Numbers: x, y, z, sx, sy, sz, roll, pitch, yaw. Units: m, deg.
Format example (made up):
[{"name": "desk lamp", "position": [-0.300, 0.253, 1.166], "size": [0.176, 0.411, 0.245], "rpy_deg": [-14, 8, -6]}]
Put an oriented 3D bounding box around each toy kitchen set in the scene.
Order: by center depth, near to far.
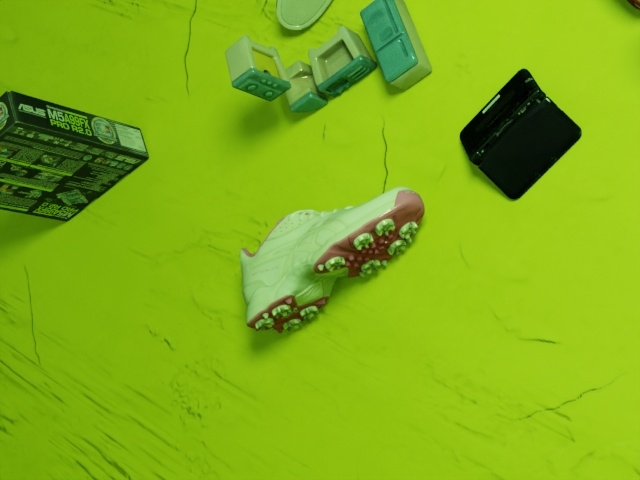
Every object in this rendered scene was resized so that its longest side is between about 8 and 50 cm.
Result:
[{"name": "toy kitchen set", "position": [0.008, -0.240, 1.486], "size": [0.207, 0.166, 0.122], "rpy_deg": [-33, 63, 28]}]

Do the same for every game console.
[{"name": "game console", "position": [0.245, -0.133, 1.383], "size": [0.122, 0.071, 0.107], "rpy_deg": [-46, 28, 20]}]

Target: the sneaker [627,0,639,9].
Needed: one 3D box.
[{"name": "sneaker", "position": [0.357, -0.386, 1.315], "size": [0.128, 0.087, 0.221], "rpy_deg": [-40, 72, 15]}]

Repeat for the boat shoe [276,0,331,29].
[{"name": "boat shoe", "position": [-0.003, -0.414, 1.600], "size": [0.079, 0.084, 0.233], "rpy_deg": [-116, 44, -71]}]

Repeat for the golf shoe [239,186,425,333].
[{"name": "golf shoe", "position": [0.000, 0.000, 1.485], "size": [0.306, 0.115, 0.140], "rpy_deg": [-36, 59, 26]}]

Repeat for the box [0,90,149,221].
[{"name": "box", "position": [-0.437, -0.123, 1.739], "size": [0.216, 0.270, 0.060], "rpy_deg": [-33, 64, 29]}]
